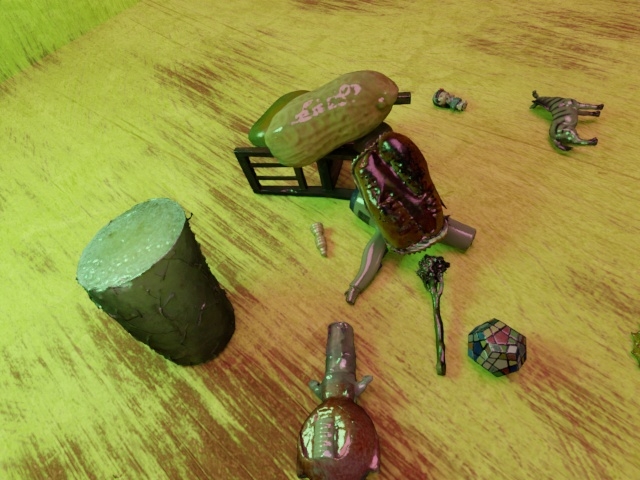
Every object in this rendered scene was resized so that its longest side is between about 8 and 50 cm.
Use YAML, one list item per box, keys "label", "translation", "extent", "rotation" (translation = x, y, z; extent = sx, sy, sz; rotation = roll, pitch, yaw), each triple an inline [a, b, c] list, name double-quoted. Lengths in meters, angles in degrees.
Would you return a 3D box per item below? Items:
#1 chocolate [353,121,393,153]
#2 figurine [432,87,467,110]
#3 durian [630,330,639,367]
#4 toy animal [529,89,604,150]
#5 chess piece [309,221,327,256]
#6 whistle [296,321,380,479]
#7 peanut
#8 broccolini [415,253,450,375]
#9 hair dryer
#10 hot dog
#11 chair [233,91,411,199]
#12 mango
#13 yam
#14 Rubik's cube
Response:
- label: "chocolate"
  translation: [0.120, -0.245, 0.992]
  extent: [0.100, 0.031, 0.064]
  rotation: [-41, 57, -10]
- label: "figurine"
  translation: [0.389, -0.422, 1.282]
  extent: [0.106, 0.047, 0.060]
  rotation: [32, 75, 27]
- label: "durian"
  translation: [0.641, 0.219, 0.742]
  extent: [0.140, 0.078, 0.224]
  rotation: [-1, 53, 12]
- label: "toy animal"
  translation: [0.651, -0.325, 1.144]
  extent: [0.175, 0.073, 0.217]
  rotation: [9, 61, 25]
- label: "chess piece"
  translation: [0.000, 0.000, 1.069]
  extent: [0.035, 0.035, 0.092]
  rotation: [-16, 57, 0]
- label: "whistle"
  translation: [0.034, 0.309, 0.785]
  extent: [0.142, 0.133, 0.346]
  rotation: [-34, 35, 33]
- label: "peanut"
  translation: [0.024, -0.277, 0.953]
  extent: [0.313, 0.152, 0.152]
  rotation: [-27, 52, 11]
- label: "broccolini"
  translation: [0.241, 0.142, 0.877]
  extent: [0.071, 0.057, 0.255]
  rotation: [-14, 57, 24]
- label: "hair dryer"
  translation: [0.209, 0.010, 0.994]
  extent: [0.295, 0.119, 0.299]
  rotation: [2, 71, 9]
- label: "hot dog"
  translation: [0.172, -0.102, 0.924]
  extent: [0.162, 0.082, 0.271]
  rotation: [-26, 88, 5]
- label: "chair"
  translation: [0.020, -0.254, 1.149]
  extent: [0.415, 0.203, 0.241]
  rotation: [7, 61, 15]
- label: "mango"
  translation: [-0.106, -0.369, 1.307]
  extent: [0.251, 0.114, 0.156]
  rotation: [-37, 63, -16]
- label: "yam"
  translation: [-0.319, 0.098, 0.880]
  extent: [0.240, 0.348, 0.241]
  rotation: [-7, 47, 7]
- label: "Rubik's cube"
  translation: [0.336, 0.203, 0.811]
  extent: [0.111, 0.111, 0.093]
  rotation: [-2, 27, 11]
